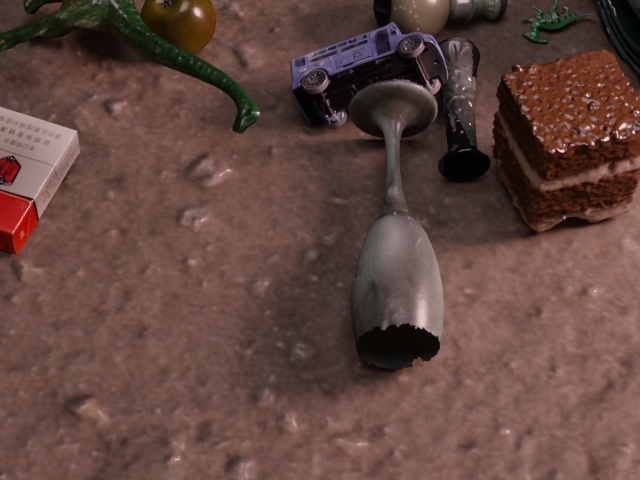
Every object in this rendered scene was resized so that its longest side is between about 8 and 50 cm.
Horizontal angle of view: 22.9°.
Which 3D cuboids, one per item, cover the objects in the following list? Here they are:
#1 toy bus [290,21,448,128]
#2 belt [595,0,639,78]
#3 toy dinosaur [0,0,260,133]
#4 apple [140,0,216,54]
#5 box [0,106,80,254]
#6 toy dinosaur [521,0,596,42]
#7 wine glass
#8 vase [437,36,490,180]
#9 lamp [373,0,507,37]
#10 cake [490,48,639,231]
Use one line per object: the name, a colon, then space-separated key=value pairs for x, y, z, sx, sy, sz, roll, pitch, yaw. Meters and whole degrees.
toy bus: x=0.053 y=-0.189 z=1.748 sx=0.167 sy=0.073 sz=0.076 roll=-18 pitch=46 yaw=10
belt: x=0.393 y=-0.291 z=1.777 sx=0.116 sy=0.206 sz=0.267 roll=-15 pitch=67 yaw=-13
toy dinosaur: x=-0.213 y=-0.297 z=1.770 sx=0.301 sy=0.087 sz=0.447 roll=-11 pitch=66 yaw=21
apple: x=-0.165 y=-0.254 z=1.818 sx=0.090 sy=0.074 sz=0.089 roll=-7 pitch=64 yaw=16
box: x=-0.336 y=-0.066 z=1.693 sx=0.100 sy=0.048 sz=0.152 roll=17 pitch=53 yaw=13
toy dinosaur: x=0.277 y=-0.255 z=1.861 sx=0.083 sy=0.021 sz=0.062 roll=15 pitch=62 yaw=14
wine glass: x=0.000 y=0.000 z=1.663 sx=0.264 sy=0.096 sz=0.309 roll=-13 pitch=53 yaw=19
vase: x=0.154 y=-0.145 z=1.754 sx=0.059 sy=0.059 sz=0.167 roll=0 pitch=54 yaw=-1
lamp: x=0.144 y=-0.273 z=1.841 sx=0.163 sy=0.091 sz=0.091 roll=-3 pitch=52 yaw=-23
cake: x=0.260 y=-0.102 z=1.670 sx=0.135 sy=0.147 sz=0.134 roll=-14 pitch=57 yaw=-11
